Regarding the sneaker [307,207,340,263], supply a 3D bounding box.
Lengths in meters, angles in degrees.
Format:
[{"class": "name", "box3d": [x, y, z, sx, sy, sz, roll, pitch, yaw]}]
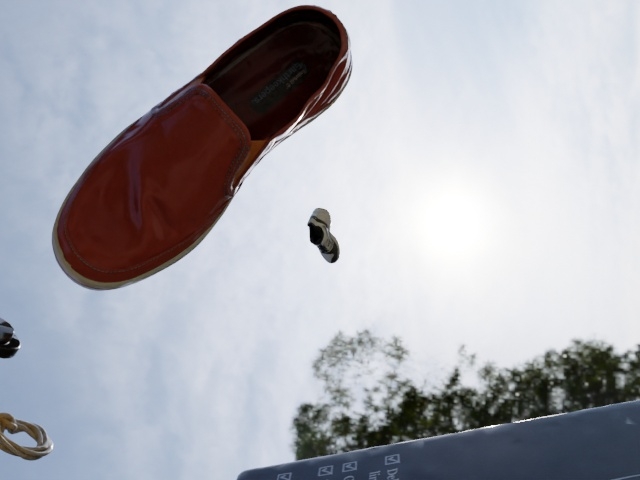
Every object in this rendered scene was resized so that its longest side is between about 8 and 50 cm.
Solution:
[{"class": "sneaker", "box3d": [0.000, 0.000, 0.906, 0.037, 0.032, 0.083, -55, -44, -44]}]

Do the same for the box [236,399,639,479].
[{"class": "box", "box3d": [0.138, 0.268, 0.398, 0.293, 0.395, 0.212, -73, -31, -72]}]

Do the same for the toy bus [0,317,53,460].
[{"class": "toy bus", "box3d": [-0.240, 0.056, 0.392, 0.191, 0.202, 0.104, 32, -87, 1]}]

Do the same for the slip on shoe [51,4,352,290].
[{"class": "slip on shoe", "box3d": [-0.099, -0.090, 0.613, 0.331, 0.101, 0.123, -43, -93, -11]}]
